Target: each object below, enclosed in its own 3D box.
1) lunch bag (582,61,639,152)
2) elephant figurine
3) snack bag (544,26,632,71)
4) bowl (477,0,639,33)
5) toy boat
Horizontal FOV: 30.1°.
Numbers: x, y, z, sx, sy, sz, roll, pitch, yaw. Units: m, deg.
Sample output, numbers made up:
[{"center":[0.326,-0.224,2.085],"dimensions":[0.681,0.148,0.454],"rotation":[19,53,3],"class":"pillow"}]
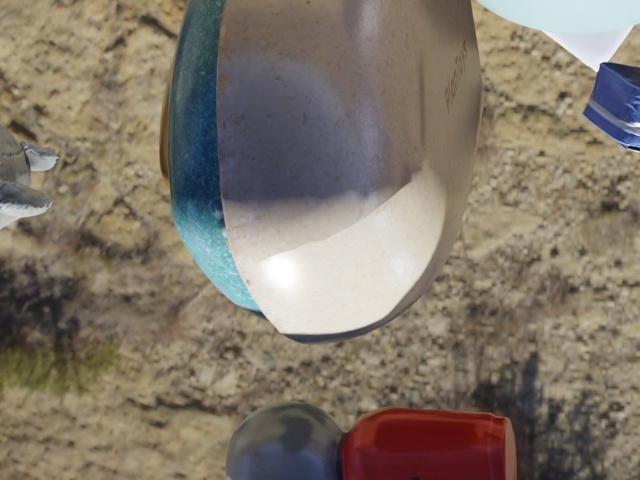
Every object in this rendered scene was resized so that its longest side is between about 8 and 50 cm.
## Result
[{"center":[0.298,-0.122,1.124],"dimensions":[0.067,0.098,0.065],"rotation":[6,116,-20],"class":"lunch bag"},{"center":[-0.317,-0.054,1.026],"dimensions":[0.169,0.186,0.239],"rotation":[28,163,-19],"class":"elephant figurine"},{"center":[0.317,-0.435,1.469],"dimensions":[0.323,0.037,0.342],"rotation":[38,119,5],"class":"snack bag"},{"center":[0.200,-0.280,0.908],"dimensions":[0.311,0.312,0.163],"rotation":[2,151,12],"class":"bowl"},{"center":[0.000,0.000,0.557],"dimensions":[0.148,0.267,0.318],"rotation":[-4,113,17],"class":"toy boat"}]
